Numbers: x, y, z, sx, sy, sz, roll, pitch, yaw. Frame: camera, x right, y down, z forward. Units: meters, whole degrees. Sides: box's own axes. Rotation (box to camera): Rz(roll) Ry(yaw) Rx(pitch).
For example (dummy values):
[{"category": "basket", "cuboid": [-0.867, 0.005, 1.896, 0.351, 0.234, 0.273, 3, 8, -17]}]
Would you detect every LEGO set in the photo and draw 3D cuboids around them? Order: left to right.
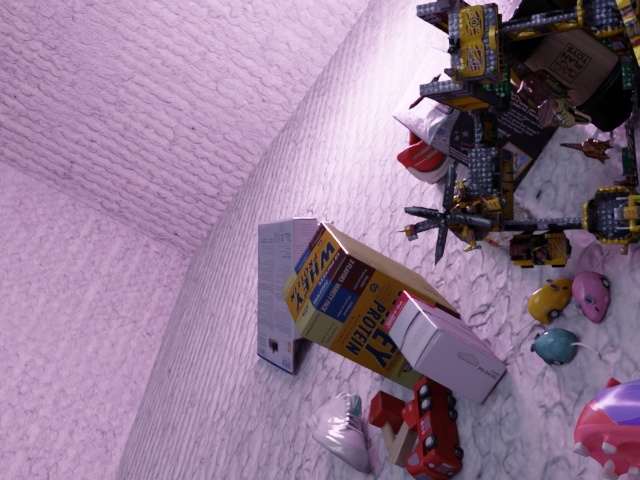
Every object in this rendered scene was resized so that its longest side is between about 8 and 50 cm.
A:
[{"category": "LEGO set", "cuboid": [0.219, -0.129, 0.800, 0.255, 0.192, 0.331, 7, 94, 31]}]

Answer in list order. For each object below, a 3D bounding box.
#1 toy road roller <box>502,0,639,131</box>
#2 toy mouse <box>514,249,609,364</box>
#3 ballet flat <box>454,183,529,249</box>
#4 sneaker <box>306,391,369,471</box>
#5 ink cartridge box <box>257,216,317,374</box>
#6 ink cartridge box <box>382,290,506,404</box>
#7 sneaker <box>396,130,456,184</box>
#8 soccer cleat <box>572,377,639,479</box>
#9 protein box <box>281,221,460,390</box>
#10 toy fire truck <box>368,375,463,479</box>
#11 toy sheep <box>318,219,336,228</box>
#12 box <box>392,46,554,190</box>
[{"category": "toy road roller", "cuboid": [0.366, -0.324, 0.982, 0.329, 0.202, 0.240, -54, 6, 27]}, {"category": "toy mouse", "cuboid": [0.274, 0.084, 0.859, 0.161, 0.031, 0.143, -54, 17, 23]}, {"category": "ballet flat", "cuboid": [0.231, -0.050, 1.140, 0.091, 0.077, 0.241, -61, 15, 3]}, {"category": "sneaker", "cuboid": [0.038, 0.283, 1.195, 0.094, 0.080, 0.212, -51, 14, -6]}, {"category": "ink cartridge box", "cuboid": [-0.078, 0.116, 1.748, 0.324, 0.071, 0.330, 180, 89, -72]}, {"category": "ink cartridge box", "cuboid": [0.156, 0.135, 0.996, 0.063, 0.109, 0.150, -58, 16, 8]}, {"category": "sneaker", "cuboid": [0.221, -0.242, 1.420, 0.107, 0.118, 0.279, -24, 40, 64]}, {"category": "soccer cleat", "cuboid": [0.303, 0.136, 0.606, 0.095, 0.083, 0.248, -56, 12, -29]}, {"category": "protein box", "cuboid": [0.068, 0.094, 1.174, 0.136, 0.200, 0.201, -60, 16, 7]}, {"category": "toy fire truck", "cuboid": [0.121, 0.254, 1.019, 0.135, 0.047, 0.192, -53, 19, 29]}, {"category": "toy sheep", "cuboid": [0.000, 0.000, 1.767, 0.091, 0.091, 0.132, -43, 19, 49]}, {"category": "box", "cuboid": [0.236, -0.201, 1.220, 0.142, 0.163, 0.247, -60, 16, 12]}]
